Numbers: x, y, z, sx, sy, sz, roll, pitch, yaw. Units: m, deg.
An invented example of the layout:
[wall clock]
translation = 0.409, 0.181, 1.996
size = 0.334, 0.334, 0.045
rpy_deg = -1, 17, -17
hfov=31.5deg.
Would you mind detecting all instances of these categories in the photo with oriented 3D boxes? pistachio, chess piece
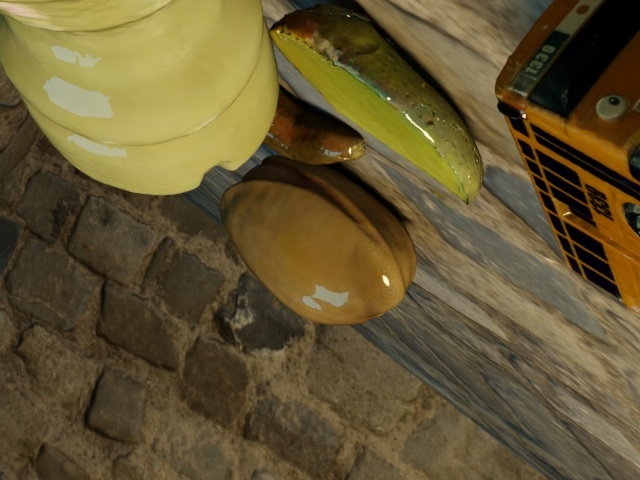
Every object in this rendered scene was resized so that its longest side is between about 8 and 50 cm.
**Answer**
[pistachio]
translation = 0.000, 0.000, 1.302
size = 0.293, 0.162, 0.181
rpy_deg = 38, 156, 46
[chess piece]
translation = -0.122, -0.166, 0.616
size = 0.234, 0.234, 0.442
rpy_deg = 39, 169, 12

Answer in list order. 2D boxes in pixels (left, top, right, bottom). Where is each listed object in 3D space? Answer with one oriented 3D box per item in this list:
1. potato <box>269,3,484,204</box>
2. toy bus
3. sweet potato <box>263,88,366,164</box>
[potato]
translation = 0.052, -0.108, 0.834
size = 0.198, 0.054, 0.119
rpy_deg = 39, 172, -3
[toy bus]
translation = 0.158, -0.040, 0.533
size = 0.114, 0.098, 0.201
rpy_deg = 36, 172, 33
[sweet potato]
translation = -0.049, -0.132, 1.171
size = 0.233, 0.062, 0.081
rpy_deg = 35, 169, 21
